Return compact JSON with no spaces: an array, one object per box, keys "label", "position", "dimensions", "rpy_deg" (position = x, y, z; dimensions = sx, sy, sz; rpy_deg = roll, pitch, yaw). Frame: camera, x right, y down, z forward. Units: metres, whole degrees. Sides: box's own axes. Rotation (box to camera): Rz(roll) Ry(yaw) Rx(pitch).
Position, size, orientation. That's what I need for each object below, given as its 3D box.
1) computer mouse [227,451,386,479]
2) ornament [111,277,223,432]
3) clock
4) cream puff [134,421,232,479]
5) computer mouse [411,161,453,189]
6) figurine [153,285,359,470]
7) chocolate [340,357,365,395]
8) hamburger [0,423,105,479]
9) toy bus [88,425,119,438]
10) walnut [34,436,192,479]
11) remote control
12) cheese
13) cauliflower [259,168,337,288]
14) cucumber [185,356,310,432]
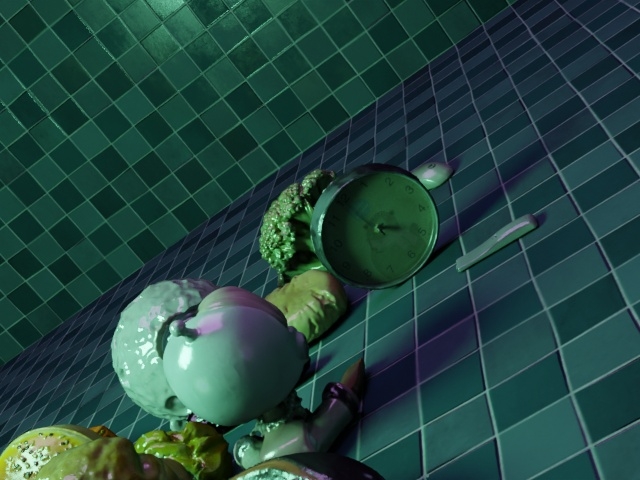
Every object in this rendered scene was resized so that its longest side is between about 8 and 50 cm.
[{"label":"computer mouse","position":[-0.018,0.375,1.342],"dimensions":[0.323,0.183,0.116],"rpy_deg":[-22,47,45]},{"label":"ornament","position":[-0.319,0.242,2.130],"dimensions":[0.337,0.337,0.337],"rpy_deg":[-35,16,12]},{"label":"clock","position":[0.119,-0.027,1.970],"dimensions":[0.281,0.280,0.055],"rpy_deg":[-39,22,0]},{"label":"cream puff","position":[-0.254,0.426,1.749],"dimensions":[0.195,0.194,0.221],"rpy_deg":[-45,21,-21]},{"label":"computer mouse","position":[0.267,-0.166,2.424],"dimensions":[0.182,0.056,0.089],"rpy_deg":[-20,20,50]},{"label":"figurine","position":[-0.110,0.246,1.602],"dimensions":[0.253,0.361,0.211],"rpy_deg":[-35,5,0]},{"label":"chocolate","position":[0.060,0.269,1.729],"dimensions":[0.064,0.031,0.100],"rpy_deg":[-43,12,29]},{"label":"hamburger","position":[-0.540,0.526,1.904],"dimensions":[0.300,0.300,0.176],"rpy_deg":[-35,0,12]},{"label":"toy bus","position":[-0.588,0.538,2.195],"dimensions":[0.329,0.153,0.143],"rpy_deg":[-22,24,45]},{"label":"walnut","position":[-0.338,0.500,1.483],"dimensions":[0.306,0.306,0.344],"rpy_deg":[-26,46,39]},{"label":"remote control","position":[0.346,0.002,1.837],"dimensions":[0.184,0.027,0.050],"rpy_deg":[-34,16,20]},{"label":"cheese","position":[-0.039,0.161,2.111],"dimensions":[0.214,0.117,0.226],"rpy_deg":[-39,21,-14]},{"label":"cauliflower","position":[-0.007,-0.011,2.343],"dimensions":[0.327,0.281,0.260],"rpy_deg":[-65,-7,21]},{"label":"cucumber","position":[-0.143,0.324,1.950],"dimensions":[0.303,0.081,0.072],"rpy_deg":[-31,60,10]}]
